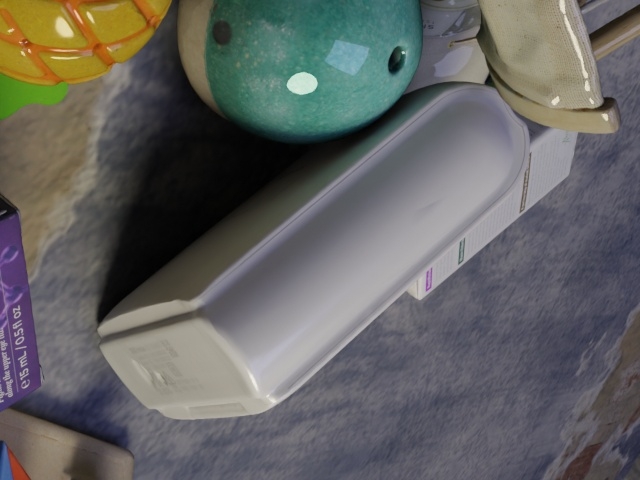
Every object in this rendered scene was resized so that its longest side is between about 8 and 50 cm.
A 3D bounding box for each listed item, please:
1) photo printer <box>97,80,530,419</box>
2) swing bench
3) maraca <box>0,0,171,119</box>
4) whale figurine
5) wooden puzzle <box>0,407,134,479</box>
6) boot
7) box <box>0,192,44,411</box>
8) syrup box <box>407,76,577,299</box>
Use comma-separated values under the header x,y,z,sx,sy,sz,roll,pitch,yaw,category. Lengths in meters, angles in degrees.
x,y,z,sx,sy,sz,roll,pitch,yaw,category
0.000,0.000,0.951,0.307,0.107,0.256,-40,-171,-24,photo printer
0.164,-0.250,0.836,0.255,0.165,0.253,-43,129,-23,swing bench
-0.154,-0.131,0.724,0.127,0.099,0.186,10,137,-48,maraca
0.015,-0.191,0.858,0.216,0.141,0.272,-2,118,-55,whale figurine
-0.198,0.283,0.903,0.348,0.081,0.322,50,39,-65,wooden puzzle
0.139,-0.169,1.131,0.213,0.077,0.165,-18,134,-40,boot
-0.275,0.057,0.720,0.207,0.108,0.153,-35,145,-33,box
0.137,-0.058,1.220,0.237,0.093,0.096,-37,146,-29,syrup box
